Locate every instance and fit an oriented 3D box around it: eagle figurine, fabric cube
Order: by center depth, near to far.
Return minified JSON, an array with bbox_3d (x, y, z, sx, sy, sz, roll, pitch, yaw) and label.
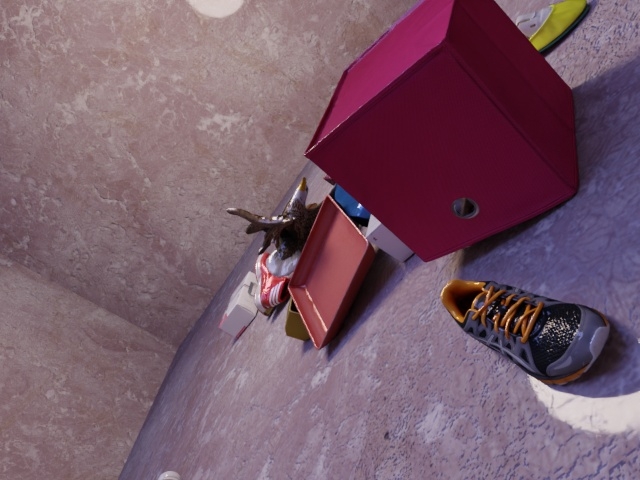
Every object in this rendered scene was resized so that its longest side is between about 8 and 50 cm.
[{"bbox_3d":[0.177,-0.172,0.745,0.254,0.258,0.259,-31,28,42],"label":"fabric cube"},{"bbox_3d":[-0.048,-0.061,1.340,0.225,0.226,0.298,-45,-14,28],"label":"eagle figurine"}]

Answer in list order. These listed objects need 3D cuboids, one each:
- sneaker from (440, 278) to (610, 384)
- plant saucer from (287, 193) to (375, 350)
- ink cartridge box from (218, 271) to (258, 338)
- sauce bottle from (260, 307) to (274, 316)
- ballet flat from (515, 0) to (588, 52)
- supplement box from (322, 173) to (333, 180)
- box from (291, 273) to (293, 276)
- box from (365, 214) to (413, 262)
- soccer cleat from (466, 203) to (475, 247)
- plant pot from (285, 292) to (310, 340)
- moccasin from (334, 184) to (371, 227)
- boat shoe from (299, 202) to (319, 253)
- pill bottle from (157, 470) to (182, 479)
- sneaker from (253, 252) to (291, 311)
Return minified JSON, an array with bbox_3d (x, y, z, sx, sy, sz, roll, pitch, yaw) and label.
[{"bbox_3d":[0.199,0.084,0.539,0.084,0.083,0.215,-59,14,-10],"label":"sneaker"},{"bbox_3d":[0.023,0.064,1.125,0.259,0.048,0.258,-66,27,18],"label":"plant saucer"},{"bbox_3d":[-0.304,0.250,2.044,0.158,0.092,0.218,-51,13,29],"label":"ink cartridge box"},{"bbox_3d":[-0.156,0.192,1.731,0.128,0.042,0.042,-55,12,-4],"label":"sauce bottle"},{"bbox_3d":[0.375,-0.371,0.962,0.231,0.077,0.077,-40,21,54],"label":"ballet flat"},{"bbox_3d":[0.082,-0.227,1.734,0.104,0.081,0.188,-57,12,1],"label":"supplement box"},{"bbox_3d":[-0.040,0.063,1.632,0.136,0.028,0.081,-58,12,-11],"label":"box"},{"bbox_3d":[0.169,-0.068,0.992,0.130,0.091,0.170,-47,17,41],"label":"box"},{"bbox_3d":[0.230,-0.024,0.802,0.036,0.029,0.083,-30,35,57],"label":"soccer cleat"},{"bbox_3d":[-0.046,0.190,1.237,0.081,0.082,0.083,-85,16,-64],"label":"plant pot"},{"bbox_3d":[0.112,-0.098,1.241,0.137,0.117,0.342,-53,17,22],"label":"moccasin"},{"bbox_3d":[0.000,0.000,1.460,0.120,0.122,0.324,-13,34,14],"label":"boat shoe"},{"bbox_3d":[-0.413,0.696,1.384,0.094,0.094,0.169,-58,13,2],"label":"pill bottle"},{"bbox_3d":[-0.143,0.123,1.694,0.128,0.087,0.221,-19,52,21],"label":"sneaker"}]
